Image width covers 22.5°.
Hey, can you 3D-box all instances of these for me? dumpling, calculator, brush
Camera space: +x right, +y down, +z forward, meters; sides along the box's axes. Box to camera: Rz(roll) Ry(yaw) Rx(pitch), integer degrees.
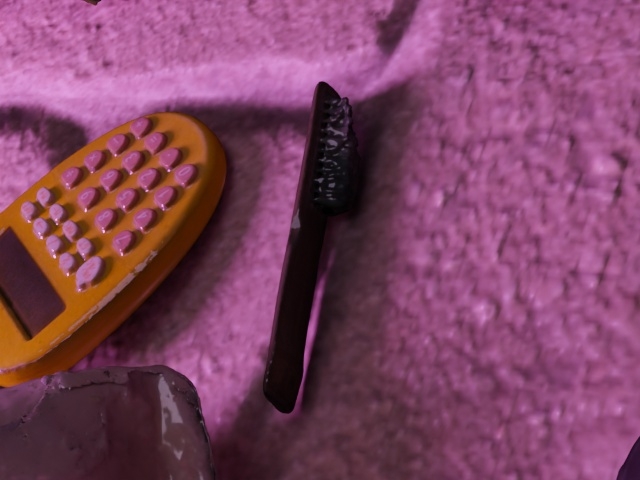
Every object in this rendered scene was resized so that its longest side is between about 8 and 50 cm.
[{"bbox_3d":[-0.155,0.162,0.811,0.247,0.142,0.172,-24,84,8],"label":"dumpling"},{"bbox_3d":[-0.152,0.013,0.959,0.235,0.032,0.146,-43,41,-2],"label":"calculator"},{"bbox_3d":[0.000,0.000,0.847,0.027,0.034,0.190,-3,58,24],"label":"brush"}]

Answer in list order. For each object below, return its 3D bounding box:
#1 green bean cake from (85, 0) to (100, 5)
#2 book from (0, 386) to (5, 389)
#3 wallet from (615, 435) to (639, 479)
[{"bbox_3d":[-0.171,-0.307,1.070,0.248,0.125,0.222,108,175,-60],"label":"green bean cake"},{"bbox_3d":[-0.295,0.145,1.028,0.289,0.026,0.201,-54,41,-1],"label":"book"},{"bbox_3d":[0.129,0.210,0.512,0.197,0.051,0.378,-31,39,61],"label":"wallet"}]
